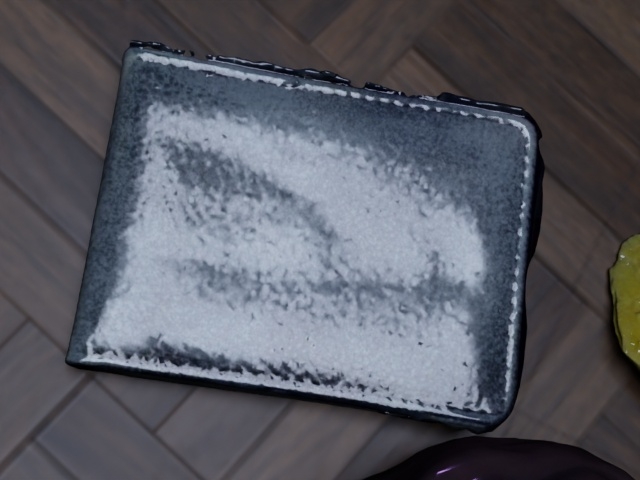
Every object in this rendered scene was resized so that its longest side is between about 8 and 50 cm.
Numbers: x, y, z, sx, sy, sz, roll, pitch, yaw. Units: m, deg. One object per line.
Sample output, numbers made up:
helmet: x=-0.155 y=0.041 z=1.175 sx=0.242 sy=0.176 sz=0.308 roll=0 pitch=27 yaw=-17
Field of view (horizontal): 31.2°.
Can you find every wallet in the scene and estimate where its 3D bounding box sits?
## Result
wallet: x=0.000 y=0.001 z=0.561 sx=0.222 sy=0.036 sz=0.167 roll=9 pitch=77 yaw=-7

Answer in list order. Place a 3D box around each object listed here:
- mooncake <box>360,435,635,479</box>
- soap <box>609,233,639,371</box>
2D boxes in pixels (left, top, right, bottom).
mooncake: x=0.082 y=0.223 z=0.474 sx=0.283 sy=0.141 sz=0.283 roll=2 pitch=77 yaw=-8
soap: x=0.209 y=0.069 z=0.584 sx=0.168 sy=0.033 sz=0.089 roll=46 pitch=68 yaw=3
